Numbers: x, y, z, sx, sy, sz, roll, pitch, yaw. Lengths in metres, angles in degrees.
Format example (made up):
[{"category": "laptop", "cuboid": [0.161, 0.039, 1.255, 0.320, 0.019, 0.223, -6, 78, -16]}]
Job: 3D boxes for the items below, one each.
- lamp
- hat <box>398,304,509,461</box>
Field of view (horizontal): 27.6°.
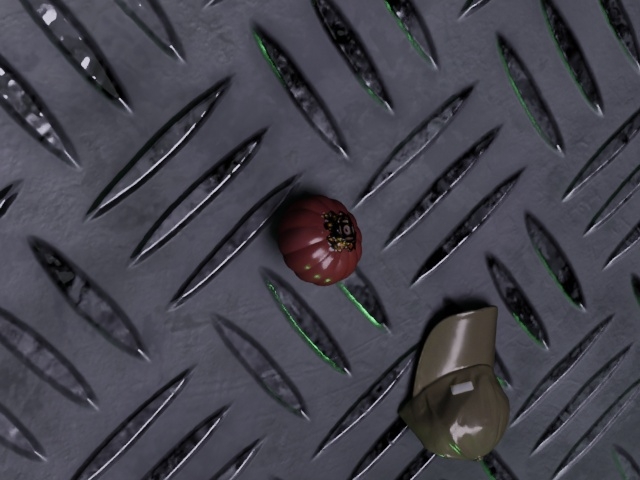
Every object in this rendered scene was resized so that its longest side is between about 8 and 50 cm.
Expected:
[{"category": "lamp", "cuboid": [0.000, 0.000, 1.519, 0.107, 0.092, 0.108, 16, 66, -40]}, {"category": "hat", "cuboid": [0.209, 0.190, 1.741, 0.166, 0.144, 0.173, -9, 139, -34]}]
